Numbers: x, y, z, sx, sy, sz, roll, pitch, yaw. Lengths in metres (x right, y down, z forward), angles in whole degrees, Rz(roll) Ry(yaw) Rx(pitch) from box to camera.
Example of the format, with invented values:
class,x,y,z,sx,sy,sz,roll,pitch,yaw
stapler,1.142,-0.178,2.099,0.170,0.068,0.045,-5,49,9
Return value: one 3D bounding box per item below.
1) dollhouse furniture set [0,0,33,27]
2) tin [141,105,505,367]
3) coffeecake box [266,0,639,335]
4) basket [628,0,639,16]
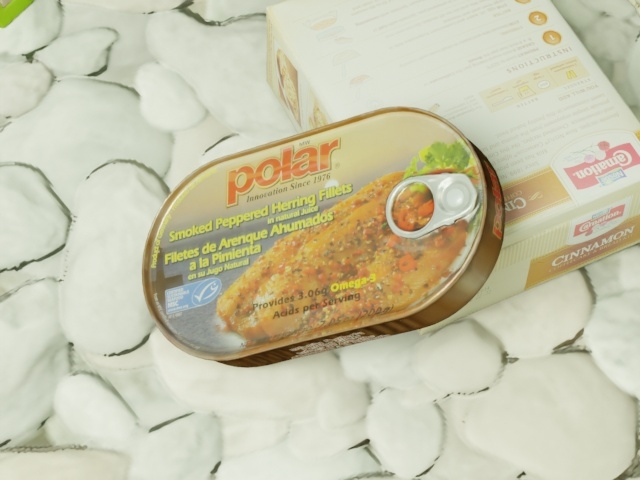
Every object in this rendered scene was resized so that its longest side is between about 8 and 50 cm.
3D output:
class,x,y,z,sx,sy,sz,roll,pitch,yaw
dollhouse furniture set,-0.214,-0.150,0.994,0.076,0.058,0.151,31,61,18
tin,0.000,0.000,0.859,0.190,0.040,0.106,-15,72,26
coffeecake box,0.073,-0.062,0.935,0.142,0.068,0.185,-22,59,-15
basket,0.238,-0.206,1.014,0.167,0.103,0.113,-20,59,-15
